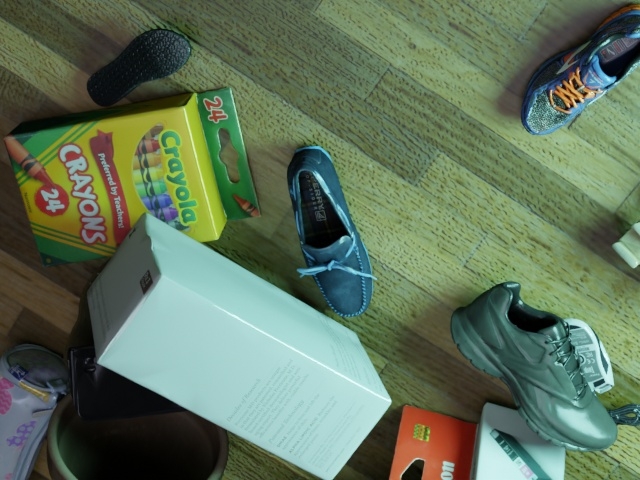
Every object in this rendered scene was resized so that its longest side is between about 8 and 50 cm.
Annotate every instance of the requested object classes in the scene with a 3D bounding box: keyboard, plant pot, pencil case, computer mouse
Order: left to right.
[{"bbox_3d":[-0.471,0.291,1.968,0.124,0.113,0.273,36,114,14],"label":"pencil case"},{"bbox_3d":[-0.285,0.365,1.921,0.263,0.263,0.229,17,130,0],"label":"plant pot"},{"bbox_3d":[-0.206,0.154,1.859,0.317,0.033,0.202,-5,109,-17],"label":"keyboard"},{"bbox_3d":[0.389,0.187,1.847,0.106,0.042,0.193,-11,112,30],"label":"computer mouse"}]

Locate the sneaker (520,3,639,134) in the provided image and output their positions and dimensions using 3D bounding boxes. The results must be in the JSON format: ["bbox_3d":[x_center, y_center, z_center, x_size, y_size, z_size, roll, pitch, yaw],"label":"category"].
[{"bbox_3d":[0.346,-0.218,1.667,0.083,0.087,0.221,42,111,-9],"label":"sneaker"}]

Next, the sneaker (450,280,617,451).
[{"bbox_3d":[0.315,0.177,1.789,0.286,0.109,0.130,43,125,-1],"label":"sneaker"}]

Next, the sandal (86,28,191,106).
[{"bbox_3d":[-0.249,-0.243,1.769,0.179,0.040,0.067,-24,102,31],"label":"sandal"}]

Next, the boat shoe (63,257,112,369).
[{"bbox_3d":[-0.312,0.103,1.893,0.080,0.073,0.224,30,115,5],"label":"boat shoe"}]

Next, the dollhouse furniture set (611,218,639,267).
[{"bbox_3d":[0.560,0.005,1.727,0.242,0.161,0.212,47,112,12],"label":"dollhouse furniture set"}]

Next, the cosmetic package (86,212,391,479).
[{"bbox_3d":[-0.114,0.144,1.747,0.385,0.217,0.156,30,103,-22],"label":"cosmetic package"}]

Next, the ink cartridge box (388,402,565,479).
[{"bbox_3d":[0.219,0.345,1.811,0.238,0.275,0.060,16,133,1],"label":"ink cartridge box"}]

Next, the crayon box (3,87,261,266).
[{"bbox_3d":[-0.261,-0.089,1.805,0.318,0.081,0.202,-10,110,11],"label":"crayon box"}]

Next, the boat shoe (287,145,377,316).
[{"bbox_3d":[0.000,0.000,1.800,0.109,0.089,0.258,-19,108,15],"label":"boat shoe"}]
